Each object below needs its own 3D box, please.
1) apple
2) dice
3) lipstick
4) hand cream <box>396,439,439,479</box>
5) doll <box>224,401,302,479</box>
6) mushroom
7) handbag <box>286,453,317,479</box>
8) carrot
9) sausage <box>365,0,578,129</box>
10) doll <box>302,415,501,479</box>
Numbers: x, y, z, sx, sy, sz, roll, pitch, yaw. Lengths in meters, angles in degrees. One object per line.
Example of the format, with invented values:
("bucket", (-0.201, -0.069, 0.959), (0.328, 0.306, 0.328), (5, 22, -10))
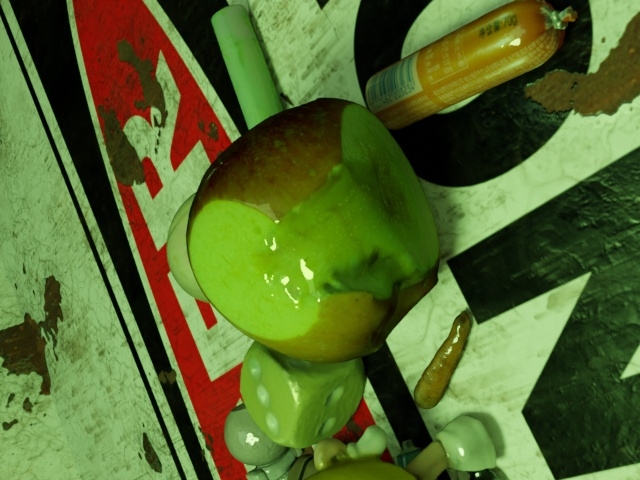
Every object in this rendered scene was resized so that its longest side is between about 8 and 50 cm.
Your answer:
("apple", (0.000, 0.000, 1.050), (0.374, 0.374, 0.384), (64, 165, 13))
("dice", (-0.033, 0.256, 1.320), (0.166, 0.169, 0.169), (36, 127, 37))
("lipstick", (-0.120, -0.275, 1.329), (0.076, 0.076, 0.304), (-28, 80, 50))
("hand cream", (0.175, 0.442, 1.200), (0.048, 0.083, 0.224), (63, -172, -70))
("doll", (-0.100, 0.469, 1.494), (0.151, 0.151, 0.287), (-17, 92, 51))
("mushroom", (-0.172, 0.012, 1.401), (0.246, 0.202, 0.246), (-6, 68, 16))
("handbag", (0.006, 0.522, 1.240), (0.283, 0.149, 0.302), (-35, 31, 64))
("carrot", (0.191, 0.190, 1.135), (0.047, 0.047, 0.191), (42, 130, 33))
("sausage", (0.195, -0.236, 0.960), (0.312, 0.093, 0.093), (-18, 88, 50))
("doll", (0.107, 0.432, 1.063), (0.348, 0.423, 0.161), (37, 156, 10))
